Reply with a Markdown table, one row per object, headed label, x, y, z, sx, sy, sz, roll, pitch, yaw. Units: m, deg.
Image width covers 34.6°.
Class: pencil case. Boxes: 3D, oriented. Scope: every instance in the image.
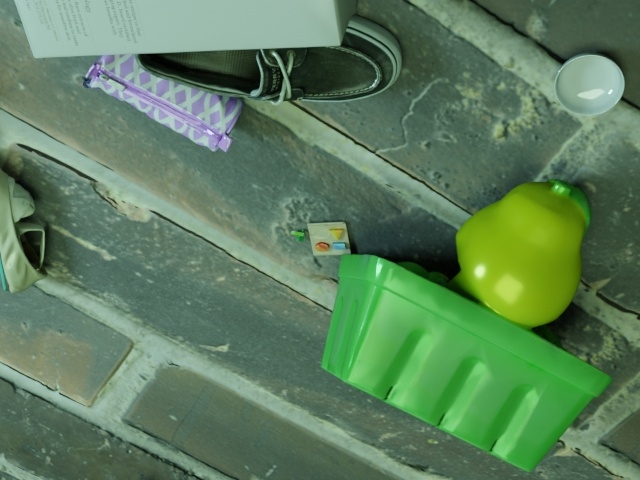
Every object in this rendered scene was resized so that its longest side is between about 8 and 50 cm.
| label | x | y | z | sx | sy | sz | roll | pitch | yaw |
| --- | --- | --- | --- | --- | --- | --- | --- | --- | --- |
| pencil case | -0.201 | -0.192 | 1.337 | 0.206 | 0.088 | 0.086 | 26 | 114 | -9 |

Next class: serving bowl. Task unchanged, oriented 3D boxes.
| label | x | y | z | sx | sy | sz | roll | pitch | yaw |
| --- | --- | --- | --- | --- | --- | --- | --- | --- | --- |
| serving bowl | 0.328 | -0.195 | 1.255 | 0.083 | 0.027 | 0.083 | 6 | 128 | 7 |

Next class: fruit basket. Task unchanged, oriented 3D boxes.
| label | x | y | z | sx | sy | sz | roll | pitch | yaw |
| --- | --- | --- | --- | --- | --- | --- | --- | --- | --- |
| fruit basket | 0.220 | 0.083 | 1.398 | 0.392 | 0.283 | 0.392 | 0 | 90 | -10 |

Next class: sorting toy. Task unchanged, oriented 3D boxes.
| label | x | y | z | sx | sy | sz | roll | pitch | yaw |
| --- | --- | --- | --- | --- | --- | --- | --- | --- | --- |
| sorting toy | 0.000 | 0.000 | 1.489 | 0.083 | 0.012 | 0.062 | -3 | 127 | 14 |

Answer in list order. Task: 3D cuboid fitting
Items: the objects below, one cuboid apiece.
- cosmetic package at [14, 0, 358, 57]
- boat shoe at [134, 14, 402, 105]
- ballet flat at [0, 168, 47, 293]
| label | x | y | z | sx | sy | sz | roll | pitch | yaw |
| --- | --- | --- | --- | --- | --- | --- | --- | --- | --- |
| cosmetic package | -0.144 | -0.318 | 1.159 | 0.365 | 0.197 | 0.155 | -2 | 127 | 12 |
| boat shoe | -0.067 | -0.213 | 1.261 | 0.335 | 0.119 | 0.121 | 4 | 126 | -1 |
| ballet flat | -0.459 | -0.029 | 1.537 | 0.086 | 0.086 | 0.248 | 5 | 129 | 9 |
